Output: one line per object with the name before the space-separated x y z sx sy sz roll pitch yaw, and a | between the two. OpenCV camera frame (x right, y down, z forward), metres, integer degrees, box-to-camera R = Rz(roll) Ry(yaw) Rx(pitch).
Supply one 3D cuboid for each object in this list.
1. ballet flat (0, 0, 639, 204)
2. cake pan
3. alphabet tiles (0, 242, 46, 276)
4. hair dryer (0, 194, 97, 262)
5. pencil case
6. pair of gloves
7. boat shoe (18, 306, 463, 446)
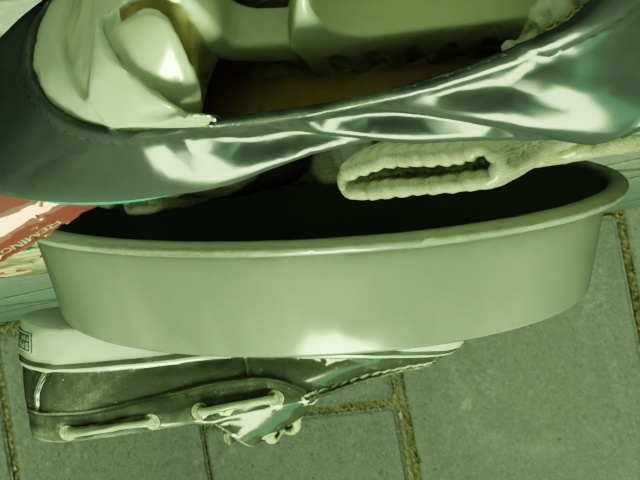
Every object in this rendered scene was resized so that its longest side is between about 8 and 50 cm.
ballet flat | -0.007 -0.053 0.390 0.203 0.074 0.074 -4 179 15
cake pan | 0.000 0.000 0.785 0.293 0.054 0.293 -3 -170 0
alphabet tiles | -0.200 0.000 1.107 0.284 0.021 0.278 -10 175 11
hair dryer | -0.195 -0.006 0.461 0.293 0.080 0.223 -8 176 -29
pencil case | 0.023 -0.018 0.951 0.152 0.070 0.064 -11 154 -1
pair of gloves | 0.034 -0.049 0.716 0.240 0.042 0.204 -4 -172 43
boat shoe | -0.036 0.063 0.805 0.219 0.070 0.078 -3 -170 -2
